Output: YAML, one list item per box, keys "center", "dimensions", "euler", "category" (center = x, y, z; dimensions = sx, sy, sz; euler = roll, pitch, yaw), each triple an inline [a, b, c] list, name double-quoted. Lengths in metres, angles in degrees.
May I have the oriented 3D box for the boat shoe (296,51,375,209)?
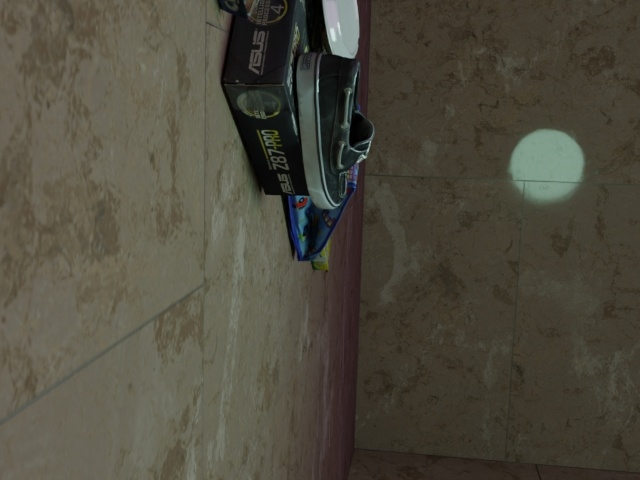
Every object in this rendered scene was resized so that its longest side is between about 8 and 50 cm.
- center: [0.031, -0.154, 1.147]
  dimensions: [0.301, 0.102, 0.108]
  euler: [83, 15, -49]
  category: "boat shoe"

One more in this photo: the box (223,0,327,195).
- center: [-0.050, -0.313, 1.206]
  dimensions: [0.318, 0.097, 0.395]
  euler: [80, 15, -66]
  category: "box"

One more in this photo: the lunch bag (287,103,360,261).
- center: [-0.002, -0.110, 1.584]
  dimensions: [0.293, 0.138, 0.221]
  euler: [98, -2, -54]
  category: "lunch bag"

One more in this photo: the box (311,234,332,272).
- center: [0.000, 0.000, 1.883]
  dimensions: [0.179, 0.043, 0.105]
  euler: [74, 20, -61]
  category: "box"

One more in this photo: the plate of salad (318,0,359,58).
- center: [0.021, -0.354, 1.179]
  dimensions: [0.200, 0.048, 0.200]
  euler: [-4, 90, -73]
  category: "plate of salad"

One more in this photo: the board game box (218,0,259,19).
- center: [-0.066, -0.422, 0.941]
  dimensions: [0.243, 0.042, 0.165]
  euler: [-63, 163, -20]
  category: "board game box"
